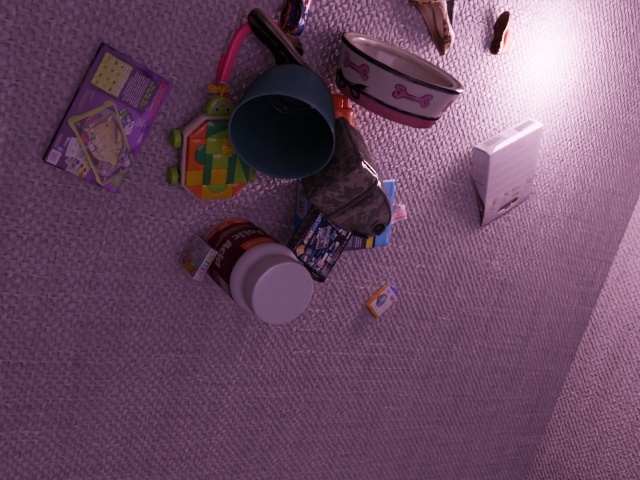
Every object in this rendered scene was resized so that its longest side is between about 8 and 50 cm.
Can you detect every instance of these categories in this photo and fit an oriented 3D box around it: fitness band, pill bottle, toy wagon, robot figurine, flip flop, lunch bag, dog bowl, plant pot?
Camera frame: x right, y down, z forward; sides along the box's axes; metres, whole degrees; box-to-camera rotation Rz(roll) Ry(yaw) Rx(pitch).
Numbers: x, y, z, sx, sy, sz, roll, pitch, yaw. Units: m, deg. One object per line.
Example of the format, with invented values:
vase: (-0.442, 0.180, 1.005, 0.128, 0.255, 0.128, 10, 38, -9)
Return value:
fitness band: (-0.193, -0.510, 1.701, 0.209, 0.054, 0.291, 15, 101, -35)
pill bottle: (-0.198, 0.087, 1.715, 0.224, 0.392, 0.224, -12, 113, -28)
toy wagon: (-0.307, -0.281, 1.684, 0.267, 0.068, 0.344, -6, 124, -30)
robot figurine: (0.043, -0.362, 1.857, 0.128, 0.158, 0.219, 3, 107, -9)
flip flop: (-0.100, -0.565, 1.658, 0.277, 0.112, 0.080, 46, 66, -32)
lunch bag: (0.086, -0.175, 1.719, 0.212, 0.305, 0.256, -36, 129, 18)
dog bowl: (0.227, -0.492, 1.776, 0.408, 0.408, 0.150, 4, 124, -33)
plant pot: (-0.092, -0.359, 1.620, 0.293, 0.235, 0.293, 5, 139, 5)

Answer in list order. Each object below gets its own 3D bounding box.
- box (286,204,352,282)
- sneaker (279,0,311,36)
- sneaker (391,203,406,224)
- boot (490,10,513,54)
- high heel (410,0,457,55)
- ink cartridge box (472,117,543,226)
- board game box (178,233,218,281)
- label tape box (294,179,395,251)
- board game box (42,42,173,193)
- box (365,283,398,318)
box: (0.000, 0.000, 1.850, 0.175, 0.051, 0.220, 43, 71, -35)
sneaker: (-0.064, -0.709, 1.697, 0.087, 0.083, 0.221, 28, 80, -75)
sneaker: (0.265, -0.101, 2.140, 0.134, 0.051, 0.070, -18, 115, -28)
boot: (0.693, -0.776, 2.145, 0.085, 0.059, 0.158, -9, 121, -32)
high heel: (0.371, -0.738, 1.931, 0.261, 0.093, 0.186, -2, 103, -40)
ink cartridge box: (0.766, -0.280, 2.381, 0.308, 0.091, 0.385, -29, 138, -20)
board game box: (-0.374, 0.049, 1.740, 0.026, 0.154, 0.103, 32, 90, -35)
label tape box: (0.084, -0.094, 1.995, 0.348, 0.115, 0.249, -8, 111, -31)
board game box: (-0.569, -0.323, 1.540, 0.208, 0.056, 0.347, 28, 90, -32)
box: (0.246, 0.236, 2.270, 0.136, 0.028, 0.081, -44, 124, -13)
